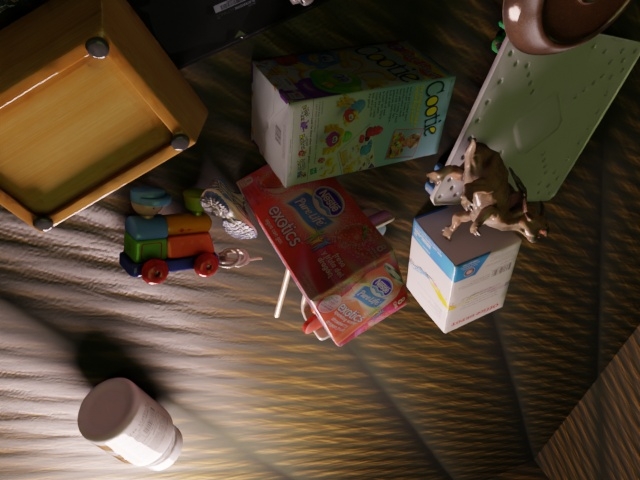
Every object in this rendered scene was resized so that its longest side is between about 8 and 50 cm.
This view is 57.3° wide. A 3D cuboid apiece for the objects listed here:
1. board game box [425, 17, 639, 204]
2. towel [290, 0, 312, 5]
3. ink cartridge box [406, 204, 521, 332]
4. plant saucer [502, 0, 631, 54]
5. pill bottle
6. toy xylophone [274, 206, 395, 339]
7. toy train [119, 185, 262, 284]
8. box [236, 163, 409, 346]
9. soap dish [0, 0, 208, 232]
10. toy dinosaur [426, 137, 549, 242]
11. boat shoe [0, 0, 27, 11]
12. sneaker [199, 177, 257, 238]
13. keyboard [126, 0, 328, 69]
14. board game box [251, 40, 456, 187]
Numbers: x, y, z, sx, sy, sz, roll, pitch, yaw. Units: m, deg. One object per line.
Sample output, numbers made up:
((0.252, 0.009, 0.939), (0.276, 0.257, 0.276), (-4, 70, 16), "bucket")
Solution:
((0.435, -0.250, 1.212), (0.390, 0.050, 0.389), (-4, 130, -31), "board game box")
((-0.020, -0.432, 0.638), (0.235, 0.121, 0.284), (-48, 134, 2), "towel")
((0.315, 0.056, 1.331), (0.171, 0.168, 0.232), (-20, 137, -17), "ink cartridge box")
((0.436, -0.433, 0.947), (0.311, 0.050, 0.310), (-21, 143, -17), "plant saucer")
((-0.378, 0.386, 1.201), (0.131, 0.131, 0.229), (-31, 140, -6), "pill bottle")
((0.025, 0.073, 1.178), (0.236, 0.081, 0.322), (-29, 147, -31), "toy xylophone")
((-0.201, -0.022, 0.972), (0.248, 0.105, 0.143), (-7, 115, -36), "toy train")
((0.000, 0.000, 0.959), (0.142, 0.300, 0.154), (-31, 139, -5), "box")
((-0.313, -0.149, 0.719), (0.291, 0.118, 0.229), (-29, 140, 5), "soap dish")
((0.335, -0.108, 1.157), (0.200, 0.127, 0.295), (-36, 125, -15), "toy dinosaur")
((-0.328, -0.285, 0.627), (0.183, 0.083, 0.065), (-34, 140, -1), "boat shoe")
((-0.139, -0.052, 0.953), (0.052, 0.058, 0.135), (-4, 145, 26), "sneaker")
((-0.127, -0.347, 0.749), (0.317, 0.033, 0.201), (-28, 141, -10), "keyboard")
((0.045, -0.205, 0.916), (0.275, 0.142, 0.144), (-15, 135, -23), "board game box")
